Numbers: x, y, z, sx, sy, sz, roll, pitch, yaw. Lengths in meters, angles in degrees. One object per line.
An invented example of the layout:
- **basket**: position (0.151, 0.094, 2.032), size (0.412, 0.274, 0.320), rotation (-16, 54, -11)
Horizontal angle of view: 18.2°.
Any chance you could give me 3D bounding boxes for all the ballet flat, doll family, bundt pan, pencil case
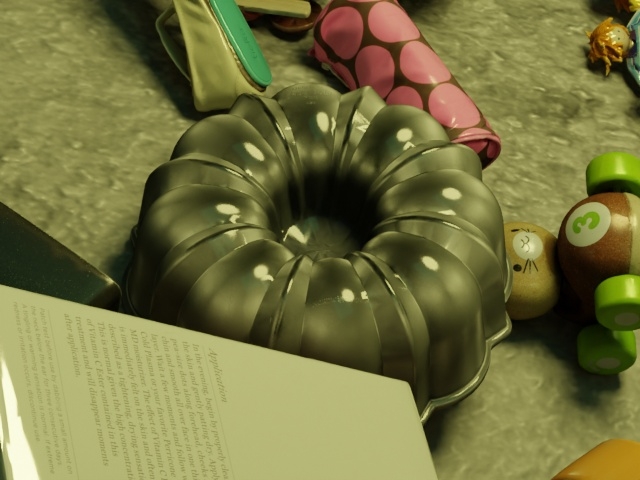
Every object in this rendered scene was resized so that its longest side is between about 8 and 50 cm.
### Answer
- **ballet flat**: position (-0.124, -0.231, 1.817), size (0.086, 0.086, 0.248), rotation (-15, 81, -32)
- **doll family**: position (0.352, -0.218, 2.035), size (0.163, 0.118, 0.263), rotation (12, 64, -20)
- **bundt pan**: position (0.000, 0.000, 1.615), size (0.331, 0.124, 0.331), rotation (1, 53, -1)
- **pencil case**: position (0.075, -0.137, 1.850), size (0.209, 0.098, 0.095), rotation (56, 9, 28)

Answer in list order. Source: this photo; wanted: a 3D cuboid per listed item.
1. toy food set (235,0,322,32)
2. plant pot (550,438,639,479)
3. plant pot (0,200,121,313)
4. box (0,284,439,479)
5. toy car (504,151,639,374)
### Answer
- **toy food set**: position (-0.037, -0.254, 1.935), size (0.128, 0.071, 0.218), rotation (4, 41, 15)
- **plant pot**: position (0.193, 0.278, 1.455), size (0.188, 0.205, 0.205), rotation (-29, 64, -21)
- **plant pot**: position (-0.274, 0.081, 1.456), size (0.187, 0.188, 0.167), rotation (34, 58, 10)
- **box**: position (-0.113, 0.186, 1.325), size (0.345, 0.215, 0.168), rotation (16, 42, -34)
- **toy car**: position (0.183, 0.017, 1.726), size (0.188, 0.149, 0.155), rotation (3, 57, -4)
